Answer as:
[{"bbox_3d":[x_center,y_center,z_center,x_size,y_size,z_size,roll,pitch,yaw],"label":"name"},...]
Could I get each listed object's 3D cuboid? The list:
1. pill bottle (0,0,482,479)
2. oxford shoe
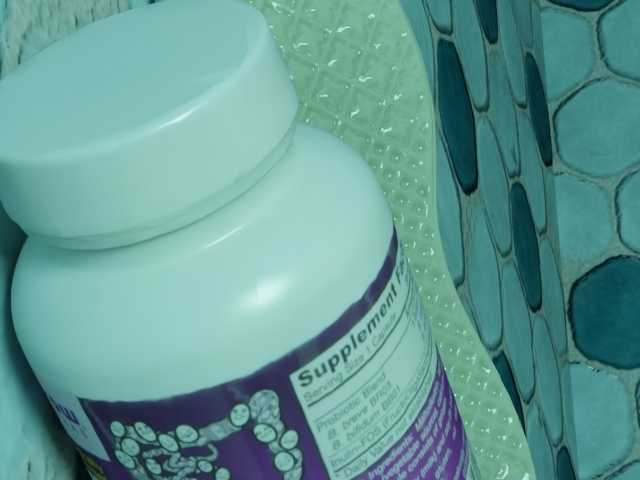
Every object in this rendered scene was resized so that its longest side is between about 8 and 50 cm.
[{"bbox_3d":[-0.034,0.053,0.630,0.169,0.169,0.301,-74,149,-53],"label":"pill bottle"},{"bbox_3d":[0.000,0.000,0.852,0.130,0.169,0.449,-8,-78,67],"label":"oxford shoe"}]
